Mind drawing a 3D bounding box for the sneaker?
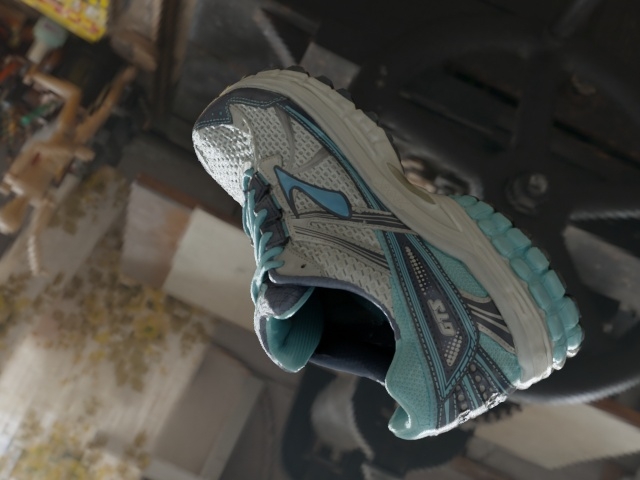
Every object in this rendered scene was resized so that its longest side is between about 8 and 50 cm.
[{"bbox_3d":[0.000,0.000,0.650,0.283,0.122,0.110,36,152,40],"label":"sneaker"}]
